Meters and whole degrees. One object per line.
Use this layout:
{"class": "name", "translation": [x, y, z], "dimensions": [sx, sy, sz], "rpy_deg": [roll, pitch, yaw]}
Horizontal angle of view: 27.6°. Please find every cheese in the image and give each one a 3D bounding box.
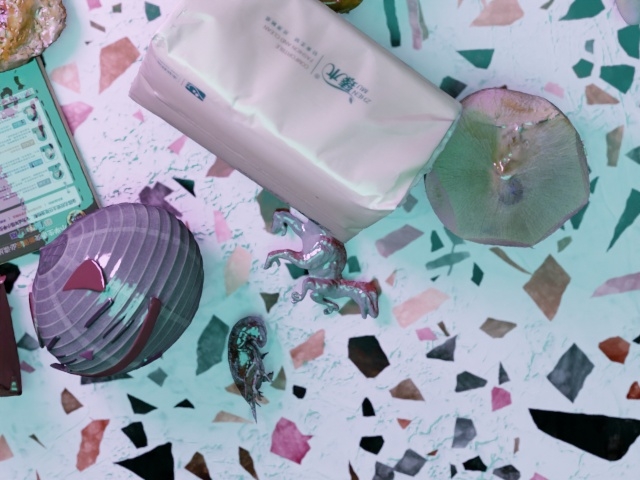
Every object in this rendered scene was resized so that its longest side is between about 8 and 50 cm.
{"class": "cheese", "translation": [-0.504, 0.174, 1.889], "dimensions": [0.128, 0.203, 0.177], "rpy_deg": [-8, 134, 1]}

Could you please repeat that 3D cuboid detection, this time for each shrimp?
{"class": "shrimp", "translation": [-0.101, 0.192, 1.928], "dimensions": [0.065, 0.056, 0.165], "rpy_deg": [-11, 106, -3]}

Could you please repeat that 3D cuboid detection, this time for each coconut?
{"class": "coconut", "translation": [0.253, -0.097, 1.760], "dimensions": [0.227, 0.230, 0.227], "rpy_deg": [0, 103, 0]}

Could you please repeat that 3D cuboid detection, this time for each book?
{"class": "book", "translation": [-0.448, -0.110, 1.876], "dimensions": [0.202, 0.027, 0.264], "rpy_deg": [-20, 102, 5]}

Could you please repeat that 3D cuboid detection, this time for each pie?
{"class": "pie", "translation": [-0.504, -0.363, 1.782], "dimensions": [0.308, 0.085, 0.308], "rpy_deg": [1, 102, 4]}

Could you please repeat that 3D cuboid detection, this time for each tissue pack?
{"class": "tissue pack", "translation": [-0.039, -0.183, 1.699], "dimensions": [0.380, 0.297, 0.207], "rpy_deg": [35, 77, -5]}

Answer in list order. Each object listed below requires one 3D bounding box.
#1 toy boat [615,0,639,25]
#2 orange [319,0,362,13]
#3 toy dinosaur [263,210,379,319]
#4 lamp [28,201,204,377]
{"class": "toy boat", "translation": [0.487, -0.446, 1.726], "dimensions": [0.215, 0.123, 0.330], "rpy_deg": [4, 105, 2]}
{"class": "orange", "translation": [0.015, -0.391, 1.756], "dimensions": [0.170, 0.112, 0.160], "rpy_deg": [-9, 116, 27]}
{"class": "toy dinosaur", "translation": [0.000, 0.000, 1.881], "dimensions": [0.167, 0.053, 0.242], "rpy_deg": [-1, 103, 0]}
{"class": "lamp", "translation": [-0.289, 0.068, 1.810], "dimensions": [0.233, 0.233, 0.265], "rpy_deg": [43, 120, -9]}
